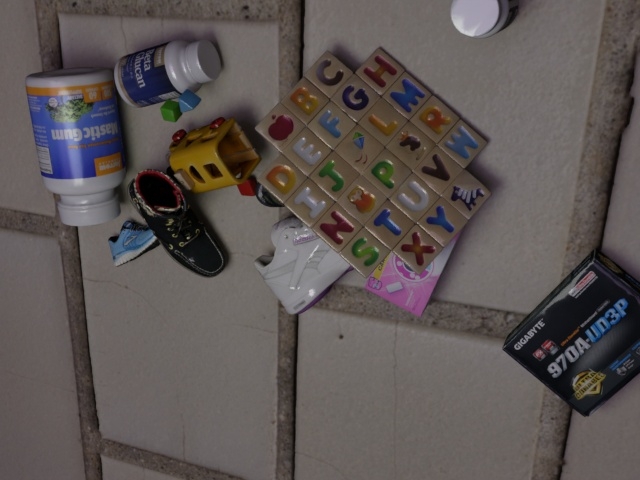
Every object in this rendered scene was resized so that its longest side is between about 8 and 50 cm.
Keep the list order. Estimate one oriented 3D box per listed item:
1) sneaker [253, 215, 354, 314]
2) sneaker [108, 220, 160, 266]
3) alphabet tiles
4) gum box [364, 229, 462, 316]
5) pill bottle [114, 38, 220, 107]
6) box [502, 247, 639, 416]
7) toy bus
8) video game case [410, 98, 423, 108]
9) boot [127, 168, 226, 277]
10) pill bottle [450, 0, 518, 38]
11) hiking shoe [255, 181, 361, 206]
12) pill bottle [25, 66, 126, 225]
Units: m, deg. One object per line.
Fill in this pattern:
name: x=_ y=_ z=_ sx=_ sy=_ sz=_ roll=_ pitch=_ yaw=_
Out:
sneaker: x=0.000 y=0.000 z=1.277 sx=0.152 sy=0.114 sz=0.305 roll=47 pitch=120 yaw=0
sneaker: x=-0.356 y=-0.008 z=1.460 sx=0.162 sy=0.063 sz=0.073 roll=-26 pitch=93 yaw=28
alphabet tiles: x=0.080 y=-0.122 z=1.163 sx=0.342 sy=0.011 sz=0.285 roll=42 pitch=86 yaw=6
gum box: x=0.156 y=0.026 z=1.249 sx=0.107 sy=0.062 sz=0.188 roll=27 pitch=117 yaw=12
pill bottle: x=-0.260 y=-0.290 z=1.293 sx=0.169 sy=0.094 sz=0.094 roll=-9 pitch=105 yaw=26
box: x=0.425 y=0.148 z=1.185 sx=0.175 sy=0.051 sz=0.220 roll=40 pitch=120 yaw=5
toy bus: x=-0.206 y=-0.133 z=1.291 sx=0.191 sy=0.104 sz=0.202 roll=25 pitch=141 yaw=7
video game case: x=0.130 y=-0.163 z=1.219 sx=0.087 sy=0.011 sz=0.122 roll=-2 pitch=109 yaw=25
boot: x=-0.251 y=-0.027 z=1.332 sx=0.085 sy=0.178 sz=0.236 roll=-43 pitch=98 yaw=-13
pill bottle: x=0.226 y=-0.321 z=1.045 sx=0.078 sy=0.137 sz=0.078 roll=8 pitch=112 yaw=21
hiking shoe: x=-0.022 y=-0.096 z=1.251 sx=0.226 sy=0.114 sz=0.086 roll=-11 pitch=103 yaw=26
pill bottle: x=-0.439 y=-0.171 z=1.382 sx=0.152 sy=0.152 sz=0.272 roll=4 pitch=111 yaw=22
